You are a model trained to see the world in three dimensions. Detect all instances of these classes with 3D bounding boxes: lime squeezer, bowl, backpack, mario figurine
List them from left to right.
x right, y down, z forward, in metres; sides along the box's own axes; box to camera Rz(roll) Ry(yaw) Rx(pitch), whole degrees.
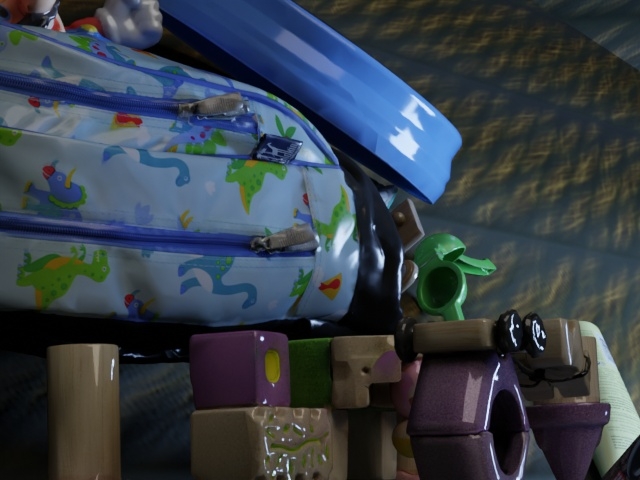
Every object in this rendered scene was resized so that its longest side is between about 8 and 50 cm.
[{"bbox_3d":[-0.201,-0.153,1.369,0.320,0.170,0.198,30,1,-29],"label":"mario figurine"},{"bbox_3d":[-0.156,-0.022,1.091,0.355,0.273,0.290,-14,18,-43],"label":"backpack"},{"bbox_3d":[-0.027,-0.176,1.626,0.391,0.077,0.391,34,1,0],"label":"bowl"},{"bbox_3d":[0.133,0.056,1.636,0.110,0.059,0.310,63,14,-18],"label":"lime squeezer"}]

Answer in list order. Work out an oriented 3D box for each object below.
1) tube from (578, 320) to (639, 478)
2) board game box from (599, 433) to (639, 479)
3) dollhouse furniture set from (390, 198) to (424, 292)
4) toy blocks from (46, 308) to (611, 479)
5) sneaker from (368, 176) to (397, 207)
[{"bbox_3d":[0.282,0.180,1.589,0.070,0.062,0.240,-14,42,-4],"label":"tube"},{"bbox_3d":[0.329,0.230,1.237,0.141,0.291,0.232,29,23,-16],"label":"board game box"},{"bbox_3d":[0.000,0.000,1.391,0.151,0.123,0.144,40,18,-29],"label":"dollhouse furniture set"},{"bbox_3d":[0.024,0.187,0.944,0.288,0.309,0.260,12,74,-59],"label":"toy blocks"},{"bbox_3d":[0.017,-0.041,1.639,0.076,0.065,0.166,31,13,13],"label":"sneaker"}]
